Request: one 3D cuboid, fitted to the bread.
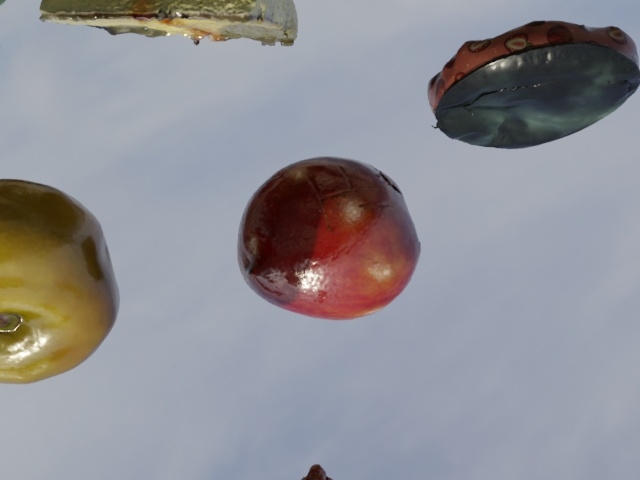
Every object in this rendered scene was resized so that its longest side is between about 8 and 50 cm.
[{"bbox_3d":[-0.143,-0.222,1.422,0.240,0.178,0.135,2,-121,17],"label":"bread"}]

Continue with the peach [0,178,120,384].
[{"bbox_3d":[-0.332,0.048,1.431,0.251,0.251,0.153,-20,-137,15],"label":"peach"}]

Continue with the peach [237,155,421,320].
[{"bbox_3d":[0.000,0.000,1.486,0.197,0.197,0.197,-22,-159,9],"label":"peach"}]

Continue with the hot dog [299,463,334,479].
[{"bbox_3d":[-0.001,0.287,1.357,0.062,0.038,0.144,-10,-128,6],"label":"hot dog"}]

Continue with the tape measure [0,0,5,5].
[{"bbox_3d":[-0.356,-0.222,1.231,0.106,0.175,0.200,-2,172,21],"label":"tape measure"}]

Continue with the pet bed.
[{"bbox_3d":[0.197,-0.143,1.296,0.201,0.201,0.053,-18,-115,20],"label":"pet bed"}]
